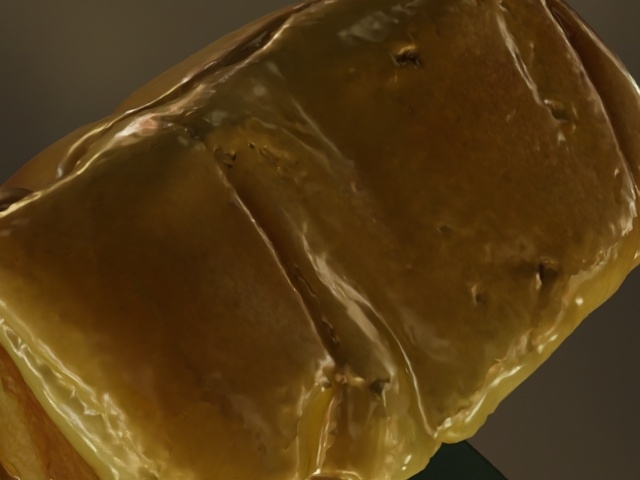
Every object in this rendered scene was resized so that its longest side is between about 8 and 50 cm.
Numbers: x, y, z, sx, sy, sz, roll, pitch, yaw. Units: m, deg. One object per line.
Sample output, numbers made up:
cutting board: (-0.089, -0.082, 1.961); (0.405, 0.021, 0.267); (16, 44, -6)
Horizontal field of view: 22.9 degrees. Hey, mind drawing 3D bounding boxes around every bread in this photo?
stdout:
bread: (0.000, 0.000, 0.587); (0.294, 0.132, 0.167); (-33, -85, -41)

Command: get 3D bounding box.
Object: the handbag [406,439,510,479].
handbag: (-0.002, 0.180, 0.840); (0.144, 0.057, 0.221); (46, -109, -1)
